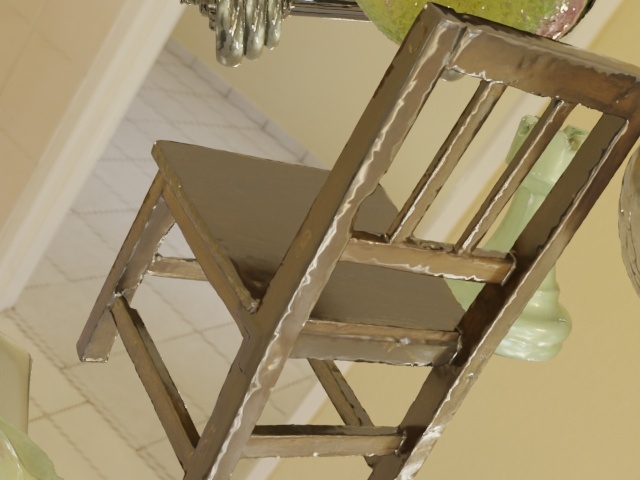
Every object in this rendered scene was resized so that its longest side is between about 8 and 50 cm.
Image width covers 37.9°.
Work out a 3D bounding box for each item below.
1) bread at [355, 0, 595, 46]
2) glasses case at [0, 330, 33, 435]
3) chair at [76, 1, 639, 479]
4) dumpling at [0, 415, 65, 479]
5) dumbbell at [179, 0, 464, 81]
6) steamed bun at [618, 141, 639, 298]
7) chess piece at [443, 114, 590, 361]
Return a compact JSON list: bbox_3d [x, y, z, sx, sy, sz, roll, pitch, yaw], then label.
[{"bbox_3d":[0.095,-0.229,0.654,0.228,0.228,0.033,40,41,16],"label":"bread"},{"bbox_3d":[-0.472,0.271,1.315,0.128,0.083,0.308,33,37,-45],"label":"glasses case"},{"bbox_3d":[0.000,0.000,0.656,0.203,0.416,0.240,9,31,-32],"label":"chair"},{"bbox_3d":[-0.421,0.315,1.061,0.270,0.212,0.320,47,31,-53],"label":"dumpling"},{"bbox_3d":[0.031,-0.293,1.153,0.406,0.179,0.179,4,24,-4],"label":"dumbbell"},{"bbox_3d":[0.369,0.053,0.616,0.383,0.247,0.236,46,-12,12],"label":"steamed bun"},{"bbox_3d":[0.276,-0.009,1.238,0.195,0.299,0.194,15,17,-5],"label":"chess piece"}]
